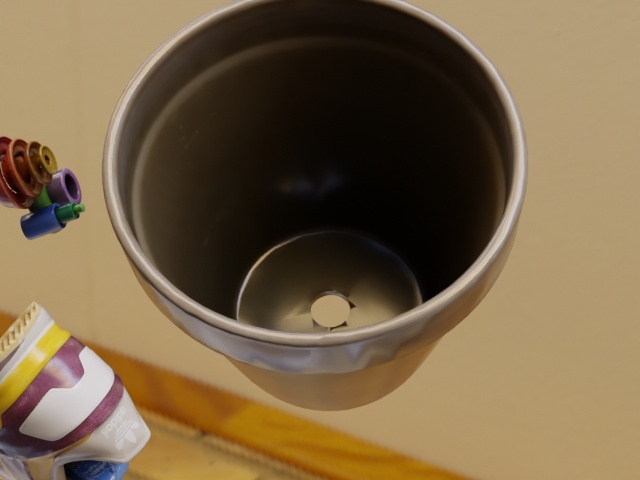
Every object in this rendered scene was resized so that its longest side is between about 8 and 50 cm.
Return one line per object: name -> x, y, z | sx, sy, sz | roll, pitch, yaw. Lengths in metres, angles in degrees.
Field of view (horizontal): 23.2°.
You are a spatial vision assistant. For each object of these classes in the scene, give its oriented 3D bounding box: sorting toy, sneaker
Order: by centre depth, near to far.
sneaker -> -0.134, 0.093, 0.722 | 0.084, 0.069, 0.185 | 43, -24, -3
sorting toy -> -0.174, -0.035, 1.002 | 0.042, 0.102, 0.061 | -18, -107, 15

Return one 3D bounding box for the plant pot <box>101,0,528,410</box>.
plant pot -> 0.000, 0.000, 1.290 | 0.323, 0.323, 0.280 | 39, -21, 21
